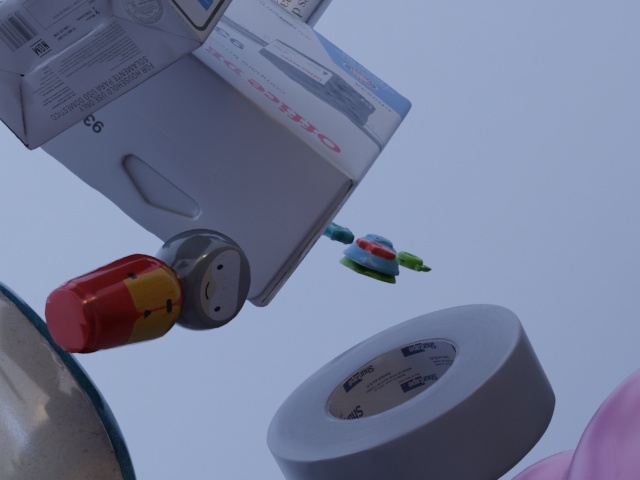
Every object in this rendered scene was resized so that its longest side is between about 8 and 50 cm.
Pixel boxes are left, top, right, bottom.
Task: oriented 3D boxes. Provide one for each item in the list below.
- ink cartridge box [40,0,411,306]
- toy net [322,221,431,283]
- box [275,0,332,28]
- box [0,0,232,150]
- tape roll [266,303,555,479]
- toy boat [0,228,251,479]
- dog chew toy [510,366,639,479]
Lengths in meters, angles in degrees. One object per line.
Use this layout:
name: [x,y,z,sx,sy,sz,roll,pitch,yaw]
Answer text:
ink cartridge box: [-0.068,-0.098,1.414,0.129,0.223,0.307,-52,1,18]
toy net: [0.000,0.000,1.937,0.232,0.122,0.045,19,-82,-26]
box: [-0.076,-0.166,1.734,0.324,0.063,0.067,-57,-3,-19]
box: [-0.104,-0.200,1.155,0.169,0.087,0.290,-27,24,36]
tape roll: [0.070,0.137,1.407,0.219,0.072,0.219,-26,16,8]
toy boat: [-0.171,0.107,1.223,0.148,0.267,0.318,-18,-22,-47]
dog chew toy: [0.175,0.192,0.988,0.207,0.206,0.332,-9,-24,-50]
